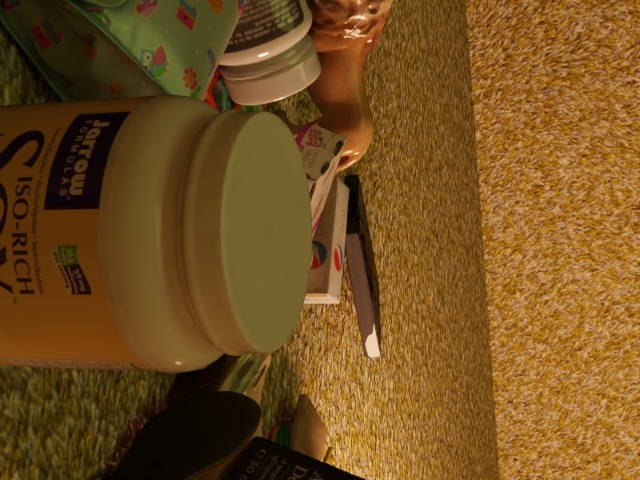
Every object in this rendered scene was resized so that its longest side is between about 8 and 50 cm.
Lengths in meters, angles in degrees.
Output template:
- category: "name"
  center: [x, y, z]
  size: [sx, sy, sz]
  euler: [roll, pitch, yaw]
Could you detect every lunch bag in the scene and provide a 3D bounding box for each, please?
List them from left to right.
- category: "lunch bag"
  center: [-0.223, -0.269, 1.147]
  size: [0.262, 0.160, 0.223]
  euler: [50, 44, -36]

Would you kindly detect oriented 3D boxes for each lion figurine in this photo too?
- category: "lion figurine"
  center: [0.019, -0.254, 1.692]
  size: [0.142, 0.240, 0.392]
  euler: [-56, 141, -58]

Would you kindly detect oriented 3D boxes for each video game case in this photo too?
- category: "video game case"
  center: [0.080, 0.047, 2.074]
  size: [0.248, 0.035, 0.275]
  euler: [-85, 165, -61]

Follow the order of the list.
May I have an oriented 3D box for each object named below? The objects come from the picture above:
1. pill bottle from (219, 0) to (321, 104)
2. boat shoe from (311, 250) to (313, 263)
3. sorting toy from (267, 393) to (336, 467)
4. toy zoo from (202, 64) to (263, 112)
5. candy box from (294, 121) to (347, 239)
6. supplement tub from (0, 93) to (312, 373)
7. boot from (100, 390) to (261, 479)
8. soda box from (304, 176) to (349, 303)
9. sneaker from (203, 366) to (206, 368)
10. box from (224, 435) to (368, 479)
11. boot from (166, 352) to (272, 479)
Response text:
- category: "pill bottle"
  center: [-0.106, -0.335, 1.426]
  size: [0.161, 0.161, 0.283]
  euler: [-64, 142, -51]
- category: "boat shoe"
  center: [-0.037, -0.004, 1.815]
  size: [0.038, 0.046, 0.125]
  euler: [46, 44, -62]
- category: "sorting toy"
  center: [-0.036, 0.352, 1.806]
  size: [0.275, 0.046, 0.132]
  euler: [65, 31, -48]
- category: "toy zoo"
  center: [-0.147, -0.145, 1.533]
  size: [0.293, 0.030, 0.192]
  euler: [-68, 150, -48]
- category: "candy box"
  center: [-0.043, -0.044, 1.632]
  size: [0.159, 0.071, 0.234]
  euler: [-58, 170, -57]
- category: "supplement tub"
  center: [-0.195, -0.005, 0.947]
  size: [0.241, 0.331, 0.241]
  euler: [-1, 90, -70]
- category: "boot"
  center: [-0.182, 0.297, 1.295]
  size: [0.305, 0.112, 0.115]
  euler: [-41, 142, -43]
- category: "soda box"
  center: [0.000, 0.000, 1.877]
  size: [0.069, 0.073, 0.216]
  euler: [41, 52, -64]
- category: "sneaker"
  center: [-0.125, 0.078, 1.468]
  size: [0.252, 0.111, 0.103]
  euler: [-68, 150, -47]
- category: "box"
  center: [0.020, 0.474, 1.342]
  size: [0.294, 0.395, 0.212]
  euler: [-54, 143, -31]
- category: "boot"
  center: [-0.110, 0.230, 1.520]
  size: [0.262, 0.095, 0.204]
  euler: [-56, 140, -48]
